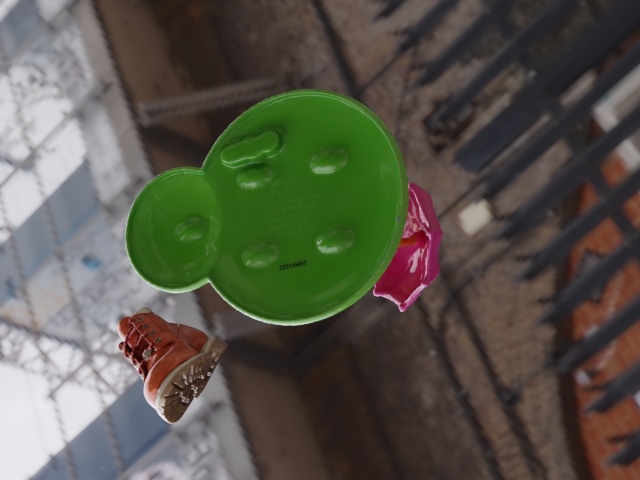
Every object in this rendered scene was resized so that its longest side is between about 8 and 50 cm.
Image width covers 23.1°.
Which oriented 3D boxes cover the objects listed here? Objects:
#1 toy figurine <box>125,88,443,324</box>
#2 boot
[{"bbox_3d":[0.000,0.000,0.916,0.159,0.173,0.130,24,-123,-62],"label":"toy figurine"},{"bbox_3d":[-0.127,0.093,1.219,0.084,0.059,0.158,31,-174,0],"label":"boot"}]
